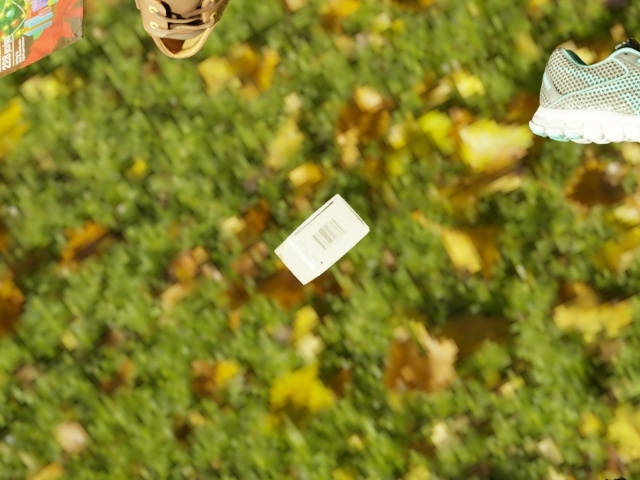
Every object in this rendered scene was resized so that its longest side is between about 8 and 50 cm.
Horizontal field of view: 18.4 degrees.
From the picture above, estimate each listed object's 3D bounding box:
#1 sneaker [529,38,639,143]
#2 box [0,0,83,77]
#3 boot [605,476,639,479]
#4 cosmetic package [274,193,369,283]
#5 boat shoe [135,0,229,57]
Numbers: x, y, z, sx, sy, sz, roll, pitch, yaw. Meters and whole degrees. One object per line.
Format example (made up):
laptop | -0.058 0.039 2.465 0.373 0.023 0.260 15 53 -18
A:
sneaker | 0.233 -0.108 1.425 0.166 0.065 0.076 3 89 19
box | -0.272 -0.224 1.465 0.201 0.293 0.057 -29 61 -24
boot | 0.239 0.255 1.639 0.207 0.094 0.246 -27 2 30
cosmetic package | 0.000 0.000 1.635 0.060 0.041 0.115 -42 1 -9
boat shoe | -0.074 -0.144 1.112 0.064 0.060 0.178 -4 -5 -6
